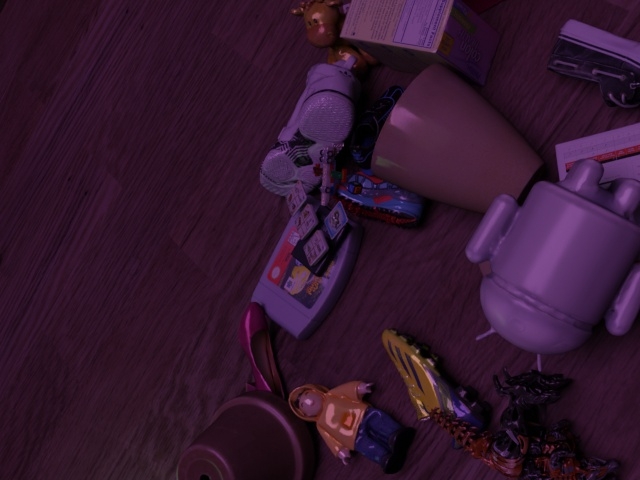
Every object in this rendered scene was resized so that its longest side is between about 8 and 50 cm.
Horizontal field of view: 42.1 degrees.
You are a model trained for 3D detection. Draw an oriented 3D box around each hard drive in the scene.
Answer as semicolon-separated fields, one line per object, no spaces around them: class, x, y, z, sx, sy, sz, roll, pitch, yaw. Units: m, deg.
hard drive;0.000;0.000;1.829;0.094;0.022;0.135;40;104;34

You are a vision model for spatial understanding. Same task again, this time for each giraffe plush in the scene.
giraffe plush;0.032;-0.480;1.878;0.181;0.170;0.210;-32;63;27

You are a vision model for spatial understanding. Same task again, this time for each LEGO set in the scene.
LEGO set;0.018;-0.084;1.766;0.244;0.060;0.182;-51;52;48

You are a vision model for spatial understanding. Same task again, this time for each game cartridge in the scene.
game cartridge;-0.027;0.064;1.882;0.196;0.060;0.294;32;99;32

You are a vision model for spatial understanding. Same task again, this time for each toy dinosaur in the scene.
toy dinosaur;0.357;0.349;1.463;0.322;0.164;0.218;9;99;1

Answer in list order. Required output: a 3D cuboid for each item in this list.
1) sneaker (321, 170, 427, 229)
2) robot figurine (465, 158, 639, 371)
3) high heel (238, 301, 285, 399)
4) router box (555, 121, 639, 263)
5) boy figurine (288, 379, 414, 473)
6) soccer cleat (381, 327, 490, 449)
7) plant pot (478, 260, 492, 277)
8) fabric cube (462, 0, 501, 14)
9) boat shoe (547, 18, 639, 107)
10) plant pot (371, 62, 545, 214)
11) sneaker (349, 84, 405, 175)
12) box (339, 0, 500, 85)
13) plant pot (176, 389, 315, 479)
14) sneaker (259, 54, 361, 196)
sneaker;0.125;-0.110;1.797;0.262;0.104;0.125;20;73;35
robot figurine;0.397;0.041;1.378;0.300;0.200;0.353;29;99;9
high heel;-0.123;0.263;1.873;0.117;0.082;0.244;4;92;46
router box;0.594;-0.058;1.432;0.335;0.082;0.301;-12;73;34
boy figurine;0.058;0.367;1.731;0.285;0.092;0.177;25;97;33
soccer cleat;0.204;0.286;1.636;0.289;0.093;0.121;44;104;33
plant pot;0.361;0.039;1.575;0.109;0.109;0.096;-51;43;17
fabric cube;0.288;-0.636;1.671;0.259;0.258;0.254;-22;67;31
boat shoe;0.557;-0.294;1.504;0.335;0.121;0.119;41;113;46
plant pot;0.281;-0.163;1.605;0.274;0.256;0.256;34;102;17
sneaker;0.126;-0.254;1.771;0.081;0.090;0.232;2;58;33
box;0.206;-0.422;1.711;0.243;0.213;0.117;21;93;38
plant pot;-0.175;0.470;1.755;0.263;0.229;0.263;2;95;28
sneaker;-0.014;-0.258;1.887;0.366;0.137;0.210;-49;19;50
